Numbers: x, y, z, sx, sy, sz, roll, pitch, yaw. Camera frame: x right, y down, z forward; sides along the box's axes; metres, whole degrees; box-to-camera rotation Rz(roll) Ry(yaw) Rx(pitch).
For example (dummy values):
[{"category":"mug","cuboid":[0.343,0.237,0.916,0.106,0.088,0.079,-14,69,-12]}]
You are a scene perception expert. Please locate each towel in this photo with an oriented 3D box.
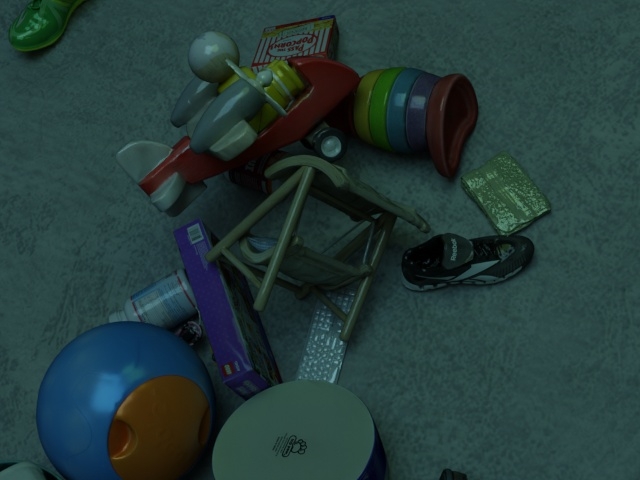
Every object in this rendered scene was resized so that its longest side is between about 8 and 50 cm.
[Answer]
[{"category":"towel","cuboid":[0.324,-0.083,1.859,0.110,0.027,0.148,-32,62,-2]}]

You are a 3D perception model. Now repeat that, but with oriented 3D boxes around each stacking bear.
[{"category":"stacking bear","cuboid":[0.114,-0.235,1.917,0.289,0.164,0.175,10,58,27]}]

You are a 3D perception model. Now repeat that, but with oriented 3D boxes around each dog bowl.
[{"category":"dog bowl","cuboid":[-0.032,0.348,1.652,0.265,0.104,0.265,-10,41,9]}]

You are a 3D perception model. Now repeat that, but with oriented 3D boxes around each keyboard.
[{"category":"keyboard","cuboid":[0.005,0.196,1.827,0.072,0.014,0.256,9,69,19]}]

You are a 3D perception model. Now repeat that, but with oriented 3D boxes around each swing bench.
[{"category":"swing bench","cuboid":[0.000,0.000,1.728,0.165,0.253,0.255,41,100,40]}]

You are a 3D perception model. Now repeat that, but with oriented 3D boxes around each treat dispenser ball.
[{"category":"treat dispenser ball","cuboid":[-0.314,0.275,1.724,0.288,0.288,0.288,-6,65,13]}]

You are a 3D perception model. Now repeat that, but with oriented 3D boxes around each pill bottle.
[{"category":"pill bottle","cuboid":[-0.125,-0.138,1.972,0.152,0.086,0.086,18,72,22]},{"category":"pill bottle","cuboid":[-0.293,0.123,1.900,0.160,0.087,0.087,-29,62,1]}]

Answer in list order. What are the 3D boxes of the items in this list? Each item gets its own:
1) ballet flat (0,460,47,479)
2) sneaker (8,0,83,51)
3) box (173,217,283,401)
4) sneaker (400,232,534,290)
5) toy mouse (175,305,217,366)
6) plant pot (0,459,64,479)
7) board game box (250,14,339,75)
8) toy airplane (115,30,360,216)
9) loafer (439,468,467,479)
[{"category":"ballet flat","cuboid":[-0.577,0.432,1.565,0.400,0.139,0.139,-20,63,1]},{"category":"sneaker","cuboid":[-0.563,-0.527,2.245,0.109,0.123,0.295,36,80,25]},{"category":"box","cuboid":[-0.150,0.130,1.793,0.057,0.201,0.293,-25,62,6]},{"category":"sneaker","cuboid":[0.242,0.028,1.786,0.234,0.106,0.078,-10,65,10]},{"category":"toy mouse","cuboid":[-0.220,0.202,1.863,0.143,0.031,0.161,-23,79,13]},{"category":"plant pot","cuboid":[-0.453,0.518,1.681,0.293,0.235,0.293,-6,65,13]},{"category":"board game box","cuboid":[-0.045,-0.362,2.023,0.146,0.045,0.193,-9,32,11]},{"category":"toy airplane","cuboid":[-0.171,-0.213,1.791,0.386,0.272,0.384,-6,23,36]},{"category":"loafer","cuboid":[0.212,0.486,1.610,0.084,0.096,0.268,7,74,-3]}]
